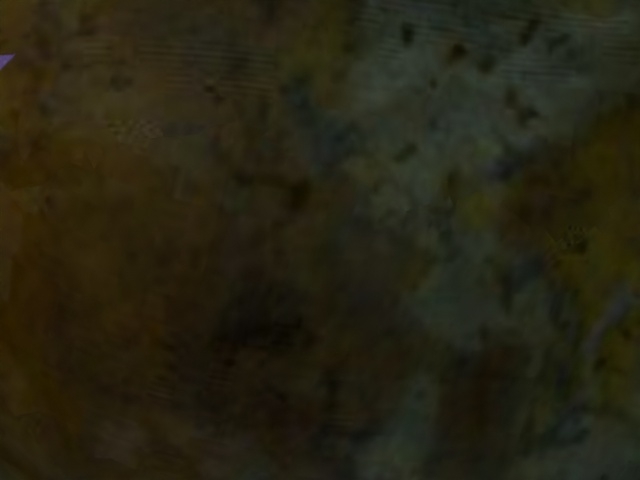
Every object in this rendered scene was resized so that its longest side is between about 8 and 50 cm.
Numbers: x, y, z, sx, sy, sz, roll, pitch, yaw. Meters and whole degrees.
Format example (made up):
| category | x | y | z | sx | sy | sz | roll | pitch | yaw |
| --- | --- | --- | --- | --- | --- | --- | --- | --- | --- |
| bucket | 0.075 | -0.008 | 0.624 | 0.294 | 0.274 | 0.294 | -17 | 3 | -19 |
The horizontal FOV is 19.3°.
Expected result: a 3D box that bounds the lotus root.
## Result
| category | x | y | z | sx | sy | sz | roll | pitch | yaw |
| --- | --- | --- | --- | --- | --- | --- | --- | --- | --- |
| lotus root | -0.009 | -0.013 | 0.520 | 0.149 | 0.260 | 0.267 | -126 | 46 | -64 |
